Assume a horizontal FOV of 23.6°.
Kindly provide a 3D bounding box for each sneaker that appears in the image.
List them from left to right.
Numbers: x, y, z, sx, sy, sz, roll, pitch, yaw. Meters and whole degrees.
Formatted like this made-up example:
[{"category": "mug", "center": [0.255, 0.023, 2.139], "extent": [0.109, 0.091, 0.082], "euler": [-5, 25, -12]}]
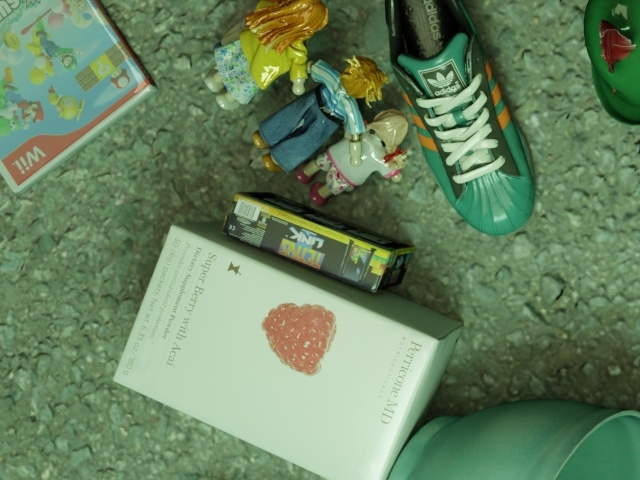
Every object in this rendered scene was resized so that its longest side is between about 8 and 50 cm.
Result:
[{"category": "sneaker", "center": [0.130, -0.144, 1.546], "extent": [0.108, 0.121, 0.302], "euler": [-22, 87, 14]}]

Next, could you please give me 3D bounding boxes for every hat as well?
[{"category": "hat", "center": [0.256, -0.210, 1.436], "extent": [0.208, 0.183, 0.173], "euler": [-32, 57, 54]}]

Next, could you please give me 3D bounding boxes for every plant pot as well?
[{"category": "plant pot", "center": [0.181, 0.280, 1.492], "extent": [0.196, 0.293, 0.293], "euler": [16, 97, 37]}]

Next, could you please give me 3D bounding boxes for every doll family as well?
[{"category": "doll family", "center": [-0.015, -0.156, 1.563], "extent": [0.163, 0.118, 0.263], "euler": [-37, 85, 31]}]

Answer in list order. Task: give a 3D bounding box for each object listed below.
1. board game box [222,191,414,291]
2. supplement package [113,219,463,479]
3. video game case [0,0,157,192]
[{"category": "board game box", "center": [0.000, 0.000, 1.575], "extent": [0.170, 0.141, 0.048], "euler": [21, 95, 13]}, {"category": "supplement package", "center": [-0.028, 0.113, 1.569], "extent": [0.293, 0.175, 0.177], "euler": [23, 97, 12]}, {"category": "video game case", "center": [-0.339, -0.226, 1.710], "extent": [0.204, 0.025, 0.285], "euler": [-36, 84, 13]}]
